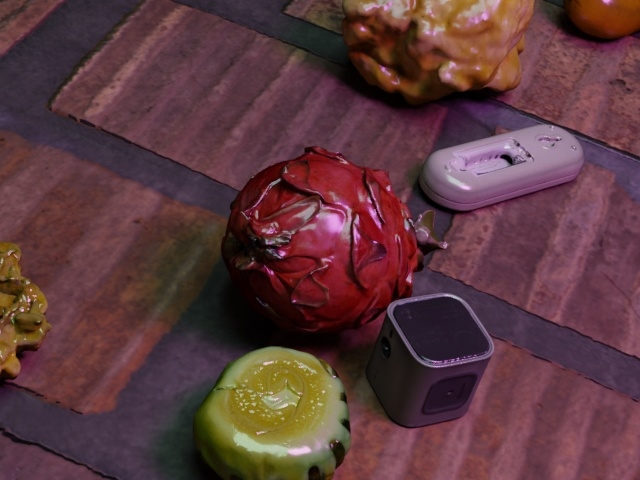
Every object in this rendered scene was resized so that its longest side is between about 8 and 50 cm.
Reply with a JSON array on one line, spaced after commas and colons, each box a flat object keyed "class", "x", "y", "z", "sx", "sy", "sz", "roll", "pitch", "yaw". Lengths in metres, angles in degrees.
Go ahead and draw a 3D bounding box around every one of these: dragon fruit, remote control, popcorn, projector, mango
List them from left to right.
[{"class": "dragon fruit", "x": 0.000, "y": 0.000, "z": 1.178, "sx": 0.209, "sy": 0.172, "sz": 0.172, "roll": 4, "pitch": 41, "yaw": -36}, {"class": "projector", "x": 0.097, "y": 0.106, "z": 1.160, "sx": 0.083, "sy": 0.082, "sz": 0.083, "roll": -8, "pitch": 46, "yaw": -26}, {"class": "popcorn", "x": 0.146, "y": -0.258, "z": 1.501, "sx": 0.191, "sy": 0.190, "sz": 0.253, "roll": 44, "pitch": 43, "yaw": 18}, {"class": "remote control", "x": 0.204, "y": -0.085, "z": 1.436, "sx": 0.221, "sy": 0.042, "sz": 0.078, "roll": -17, "pitch": 50, "yaw": -32}, {"class": "mango", "x": 0.392, "y": -0.324, "z": 1.729, "sx": 0.178, "sy": 0.090, "sz": 0.115, "roll": -21, "pitch": 66, "yaw": -39}]

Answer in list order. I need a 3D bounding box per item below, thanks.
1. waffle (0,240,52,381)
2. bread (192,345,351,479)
[{"class": "waffle", "x": -0.360, "y": 0.048, "z": 1.088, "sx": 0.243, "sy": 0.059, "sz": 0.238, "roll": -9, "pitch": 47, "yaw": -25}, {"class": "bread", "x": -0.039, "y": 0.151, "z": 1.073, "sx": 0.130, "sy": 0.071, "sz": 0.139, "roll": 10, "pitch": 43, "yaw": -4}]
